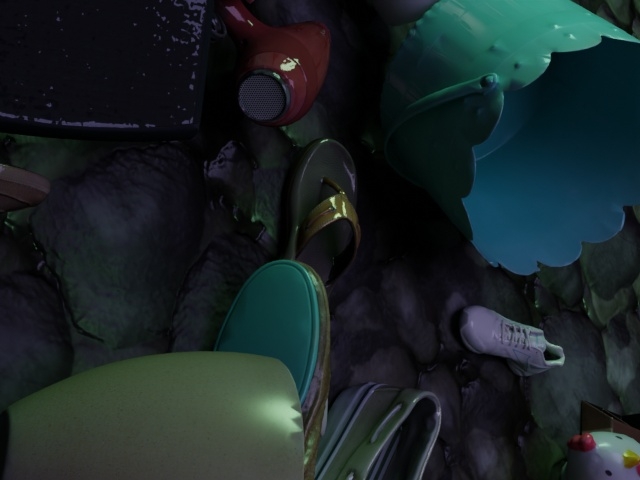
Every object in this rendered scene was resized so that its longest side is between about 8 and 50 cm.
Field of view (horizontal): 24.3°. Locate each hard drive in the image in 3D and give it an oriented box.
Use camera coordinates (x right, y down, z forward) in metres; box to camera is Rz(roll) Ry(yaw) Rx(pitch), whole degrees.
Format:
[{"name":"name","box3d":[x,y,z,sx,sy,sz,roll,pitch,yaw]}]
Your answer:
[{"name":"hard drive","box3d":[-0.203,-0.163,1.156,0.255,0.054,0.172,4,98,-25]}]

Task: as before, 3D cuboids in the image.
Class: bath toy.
[{"name":"bath toy","box3d":[0.288,0.352,1.588,0.129,0.151,0.348,55,43,-45]}]

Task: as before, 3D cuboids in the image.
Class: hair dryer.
[{"name":"hair dryer","box3d":[-0.072,-0.209,1.368,0.293,0.080,0.223,20,50,-55]}]

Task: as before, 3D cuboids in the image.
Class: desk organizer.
[{"name":"desk organizer","box3d":[0.366,0.227,1.784,0.130,0.047,0.050,25,61,-42]}]

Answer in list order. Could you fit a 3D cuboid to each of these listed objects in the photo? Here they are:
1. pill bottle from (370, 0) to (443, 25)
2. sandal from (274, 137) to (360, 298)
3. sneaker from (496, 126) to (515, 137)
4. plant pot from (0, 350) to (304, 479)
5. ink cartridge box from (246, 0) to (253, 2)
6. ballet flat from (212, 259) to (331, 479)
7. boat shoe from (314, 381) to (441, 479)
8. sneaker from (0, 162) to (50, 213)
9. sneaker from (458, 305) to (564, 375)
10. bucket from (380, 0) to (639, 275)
[{"name":"pill bottle","box3d":[0.055,-0.361,1.508,0.264,0.153,0.153,58,45,-21]},{"name":"sandal","box3d":[0.000,0.000,1.428,0.090,0.060,0.219,41,53,-33]},{"name":"sneaker","box3d":[0.230,-0.140,1.714,0.162,0.063,0.073,15,67,-45]},{"name":"plant pot","box3d":[-0.152,0.205,1.090,0.191,0.284,0.284,14,68,-17]},{"name":"ink cartridge box","box3d":[-0.092,-0.295,1.339,0.150,0.063,0.109,41,22,-10]},{"name":"ballet flat","box3d":[-0.041,0.188,1.305,0.124,0.116,0.342,55,33,-54]},{"name":"boat shoe","box3d":[0.026,0.254,1.369,0.109,0.094,0.302,44,51,-32]},{"name":"sneaker","box3d":[-0.295,-0.032,1.126,0.188,0.066,0.071,9,91,-41]},{"name":"sneaker","box3d":[0.211,0.106,1.634,0.152,0.061,0.053,27,64,-39]},{"name":"bucket","box3d":[0.205,-0.123,1.511,0.281,0.183,0.281,-20,133,-23]}]
